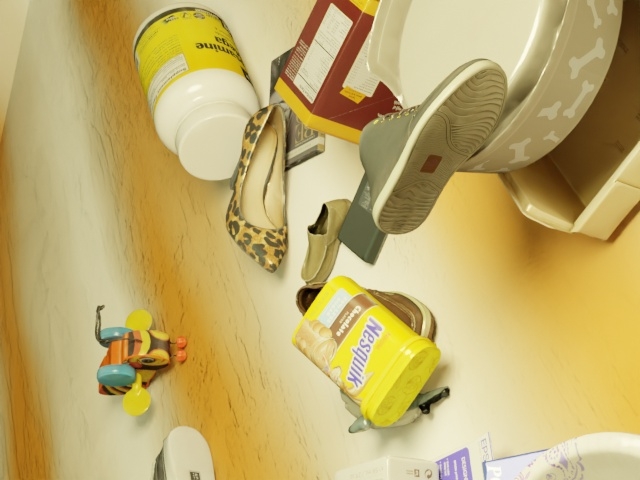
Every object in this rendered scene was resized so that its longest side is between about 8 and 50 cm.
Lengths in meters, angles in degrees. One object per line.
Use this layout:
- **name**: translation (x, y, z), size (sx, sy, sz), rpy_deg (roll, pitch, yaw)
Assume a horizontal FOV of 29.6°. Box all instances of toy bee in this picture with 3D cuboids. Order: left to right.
- **toy bee**: translation (-0.325, 0.219, 2.192), size (0.298, 0.162, 0.195), rpy_deg (147, 125, -80)

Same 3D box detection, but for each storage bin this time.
- **storage bin**: translation (0.302, -0.179, 1.375), size (0.262, 0.123, 0.260), rpy_deg (-56, 36, 27)

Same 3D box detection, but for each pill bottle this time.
- **pill bottle**: translation (-0.215, -0.263, 2.153), size (0.188, 0.188, 0.334), rpy_deg (-55, 38, 29)

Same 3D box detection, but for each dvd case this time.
- **dvd case**: translation (-0.041, -0.228, 2.027), size (0.164, 0.018, 0.221), rpy_deg (-22, 60, 52)

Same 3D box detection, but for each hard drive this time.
- **hard drive**: translation (0.075, -0.044, 1.766), size (0.094, 0.022, 0.135), rpy_deg (42, 112, 55)

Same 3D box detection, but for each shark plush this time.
- **shark plush**: translation (0.092, 0.210, 1.585), size (0.161, 0.073, 0.067), rpy_deg (-18, 79, 47)

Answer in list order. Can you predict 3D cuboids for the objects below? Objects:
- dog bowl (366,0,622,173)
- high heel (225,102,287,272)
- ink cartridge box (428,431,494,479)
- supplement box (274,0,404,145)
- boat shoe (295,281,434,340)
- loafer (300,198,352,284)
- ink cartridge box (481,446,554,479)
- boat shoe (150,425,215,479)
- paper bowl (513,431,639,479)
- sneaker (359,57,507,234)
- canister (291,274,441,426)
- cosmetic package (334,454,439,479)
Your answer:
- **dog bowl**: translation (0.192, -0.234, 1.358), size (0.349, 0.102, 0.349), rpy_deg (-28, 55, 49)
- **high heel**: translation (-0.085, -0.089, 1.944), size (0.186, 0.093, 0.261), rpy_deg (-63, 32, 36)
- **ink cartridge box**: translation (0.164, 0.358, 1.441), size (0.208, 0.045, 0.206), rpy_deg (-39, 47, 46)
- **supplement box**: translation (0.074, -0.241, 1.689), size (0.194, 0.191, 0.129), rpy_deg (-62, 34, 19)
- **boat shoe**: translation (0.049, 0.107, 1.675), size (0.257, 0.095, 0.095), rpy_deg (7, 84, 58)
- **loafer**: translation (0.000, 0.000, 1.838), size (0.056, 0.050, 0.148), rpy_deg (39, 110, 56)
- **ink cartridge box**: translation (0.237, 0.332, 1.299), size (0.097, 0.046, 0.207), rpy_deg (-16, 59, 19)
- **boat shoe**: translation (-0.226, 0.447, 1.956), size (0.102, 0.108, 0.301), rpy_deg (-52, 36, 33)
- **paper bowl**: translation (0.296, 0.330, 1.126), size (0.284, 0.148, 0.284), rpy_deg (-23, 56, 39)
- **sneaker**: translation (0.105, -0.124, 1.276), size (0.222, 0.083, 0.118), rpy_deg (-55, 37, 31)
- **canister**: translation (0.055, 0.139, 1.567), size (0.170, 0.073, 0.126), rpy_deg (40, 102, 34)
- **cosmetic package**: translation (0.082, 0.383, 1.440), size (0.117, 0.085, 0.231), rpy_deg (-31, 52, 50)
